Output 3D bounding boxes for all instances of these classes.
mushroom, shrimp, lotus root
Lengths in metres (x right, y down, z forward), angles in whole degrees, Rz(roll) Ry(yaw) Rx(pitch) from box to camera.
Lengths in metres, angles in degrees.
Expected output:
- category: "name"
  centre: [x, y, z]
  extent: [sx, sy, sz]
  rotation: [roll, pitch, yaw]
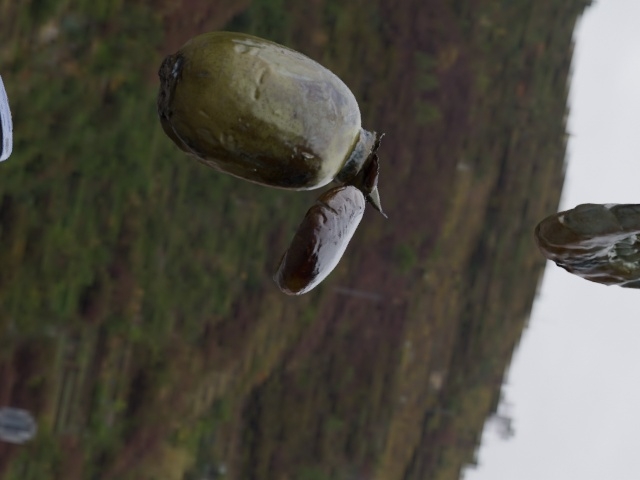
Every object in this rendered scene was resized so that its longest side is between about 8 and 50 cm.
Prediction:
- category: "mushroom"
  centre: [0.000, 0.000, 1.609]
  extent: [0.123, 0.052, 0.123]
  rotation: [-54, 180, 0]
- category: "shrimp"
  centre: [0.426, 0.003, 1.923]
  extent: [0.247, 0.360, 0.085]
  rotation: [125, -30, -69]
- category: "lotus root"
  centre: [-0.036, -0.118, 1.680]
  extent: [0.154, 0.278, 0.154]
  rotation: [-53, -157, 35]

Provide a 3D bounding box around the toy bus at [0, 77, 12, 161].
- category: "toy bus"
  centre: [-0.497, -0.139, 2.028]
  extent: [0.133, 0.292, 0.125]
  rotation: [-25, 107, -71]
